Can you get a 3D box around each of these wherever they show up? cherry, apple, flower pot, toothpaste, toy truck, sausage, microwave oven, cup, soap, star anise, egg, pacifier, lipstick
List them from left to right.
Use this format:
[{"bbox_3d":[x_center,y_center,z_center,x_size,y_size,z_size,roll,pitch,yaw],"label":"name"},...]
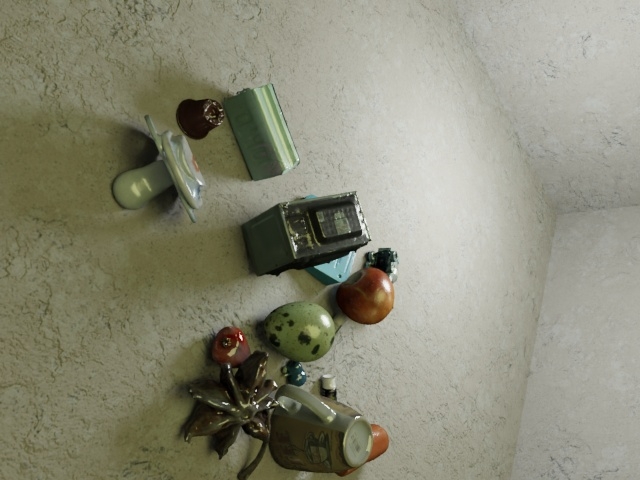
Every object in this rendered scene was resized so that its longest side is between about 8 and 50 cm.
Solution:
[{"bbox_3d":[-0.395,-0.151,1.309,0.207,0.227,0.279,-23,106,-7],"label":"pacifier"},{"bbox_3d":[-0.312,-0.332,1.462,0.111,0.089,0.111,8,79,-48],"label":"flower pot"},{"bbox_3d":[-0.242,0.291,1.464,0.106,0.087,0.126,-50,140,-42],"label":"cherry"},{"bbox_3d":[-0.231,0.440,1.431,0.316,0.139,0.359,30,89,-31],"label":"star anise"},{"bbox_3d":[-0.170,-0.308,1.577,0.094,0.150,0.261,-39,113,-48],"label":"soap"},{"bbox_3d":[-0.063,0.263,1.604,0.228,0.177,0.177,20,70,-35],"label":"egg"},{"bbox_3d":[-0.037,-0.013,1.594,0.295,0.237,0.181,-12,84,-40],"label":"microwave oven"},{"bbox_3d":[-0.002,0.528,1.579,0.301,0.257,0.227,60,44,-22],"label":"cup"},{"bbox_3d":[0.032,0.533,1.779,0.071,0.045,0.193,-3,93,-49],"label":"toothpaste"},{"bbox_3d":[0.037,0.295,1.815,0.141,0.040,0.040,-47,119,-42],"label":"lipstick"},{"bbox_3d":[0.135,0.684,1.825,0.259,0.113,0.113,-5,89,-49],"label":"sausage"},{"bbox_3d":[0.155,0.191,1.834,0.162,0.201,0.201,55,47,-12],"label":"apple"},{"bbox_3d":[0.234,0.140,2.016,0.140,0.108,0.256,47,48,-51],"label":"toy truck"}]

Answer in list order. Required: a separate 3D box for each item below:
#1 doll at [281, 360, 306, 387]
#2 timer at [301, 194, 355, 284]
[{"bbox_3d":[-0.077,0.406,1.665,0.076,0.050,0.083,-31,110,-42],"label":"doll"},{"bbox_3d":[0.000,0.000,1.809,0.250,0.091,0.232,35,60,-27],"label":"timer"}]
